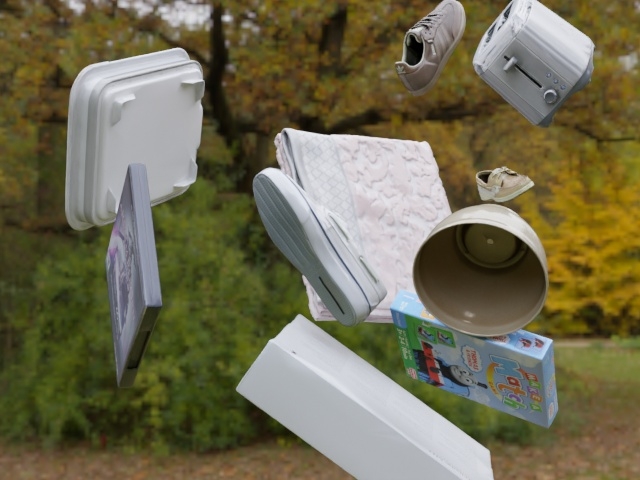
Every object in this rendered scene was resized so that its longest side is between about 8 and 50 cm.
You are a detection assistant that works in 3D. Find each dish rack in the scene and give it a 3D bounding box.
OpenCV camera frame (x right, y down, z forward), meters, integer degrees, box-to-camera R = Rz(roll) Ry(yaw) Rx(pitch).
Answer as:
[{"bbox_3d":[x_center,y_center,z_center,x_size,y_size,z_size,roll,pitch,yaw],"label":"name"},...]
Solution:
[{"bbox_3d":[-0.303,-0.174,1.878,0.072,0.285,0.333,17,23,23],"label":"dish rack"}]

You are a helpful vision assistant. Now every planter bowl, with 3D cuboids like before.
[{"bbox_3d":[0.203,0.021,1.333,0.162,0.162,0.109,-2,30,21],"label":"planter bowl"}]

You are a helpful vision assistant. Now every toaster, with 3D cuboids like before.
[{"bbox_3d":[0.322,-0.279,1.637,0.129,0.146,0.227,-49,6,32],"label":"toaster"}]

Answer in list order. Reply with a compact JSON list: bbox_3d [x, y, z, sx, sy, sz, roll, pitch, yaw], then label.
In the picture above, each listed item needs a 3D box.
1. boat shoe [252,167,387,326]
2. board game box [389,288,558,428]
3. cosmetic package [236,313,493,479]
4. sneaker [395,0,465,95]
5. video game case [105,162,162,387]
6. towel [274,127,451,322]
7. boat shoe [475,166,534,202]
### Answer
[{"bbox_3d":[0.000,0.000,1.372,0.076,0.226,0.083,-35,7,-35],"label":"boat shoe"},{"bbox_3d":[0.201,0.154,1.414,0.211,0.039,0.160,17,-34,28],"label":"board game box"},{"bbox_3d":[0.076,0.267,1.589,0.377,0.097,0.284,36,5,4],"label":"cosmetic package"},{"bbox_3d":[0.172,-0.318,1.706,0.066,0.188,0.071,-2,-34,41],"label":"sneaker"},{"bbox_3d":[-0.246,0.053,1.410,0.026,0.196,0.274,-2,-26,-18],"label":"video game case"},{"bbox_3d":[0.094,-0.026,1.750,0.317,0.332,0.053,3,-28,-34],"label":"towel"},{"bbox_3d":[0.274,-0.087,1.650,0.050,0.045,0.135,-32,11,-19],"label":"boat shoe"}]
